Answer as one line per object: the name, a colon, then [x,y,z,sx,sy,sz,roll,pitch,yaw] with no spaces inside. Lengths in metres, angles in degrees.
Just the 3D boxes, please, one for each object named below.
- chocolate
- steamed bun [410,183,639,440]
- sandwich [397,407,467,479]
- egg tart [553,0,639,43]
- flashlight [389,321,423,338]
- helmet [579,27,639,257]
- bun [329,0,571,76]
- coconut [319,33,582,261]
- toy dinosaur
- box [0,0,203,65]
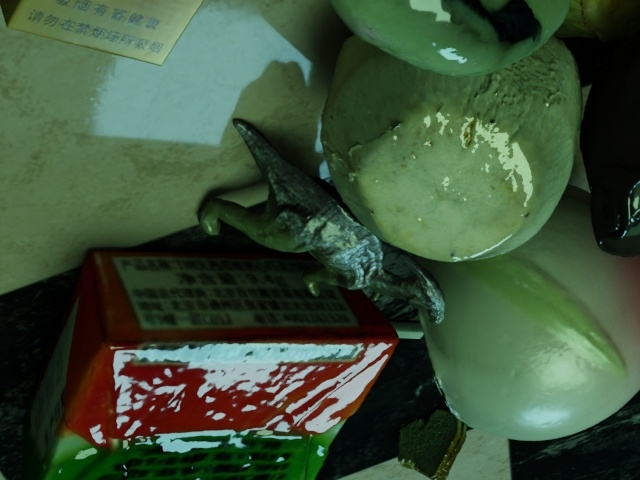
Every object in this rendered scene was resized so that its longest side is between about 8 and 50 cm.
chocolate: [-0.141,0.166,1.582,0.360,0.161,0.341,1,137,-30]
steamed bun: [0.268,0.067,1.547,0.309,0.309,0.309,-15,143,-11]
sandwich: [0.157,0.281,1.961,0.105,0.093,0.036,-58,141,-8]
egg tart: [0.294,-0.278,1.306,0.288,0.118,0.288,-18,145,-13]
flashlight: [0.093,0.113,1.757,0.083,0.018,0.018,4,136,-33]
helmet: [0.345,-0.117,1.306,0.225,0.177,0.305,-18,166,-26]
bun: [0.075,-0.262,1.125,0.179,0.283,0.283,-7,158,40]
coconut: [0.125,-0.119,1.319,0.245,0.247,0.245,4,127,6]
toy dinosaur: [0.004,-0.005,1.447,0.294,0.077,0.162,31,150,-14]
box: [-0.146,-0.260,1.130,0.152,0.070,0.237,11,134,-37]
